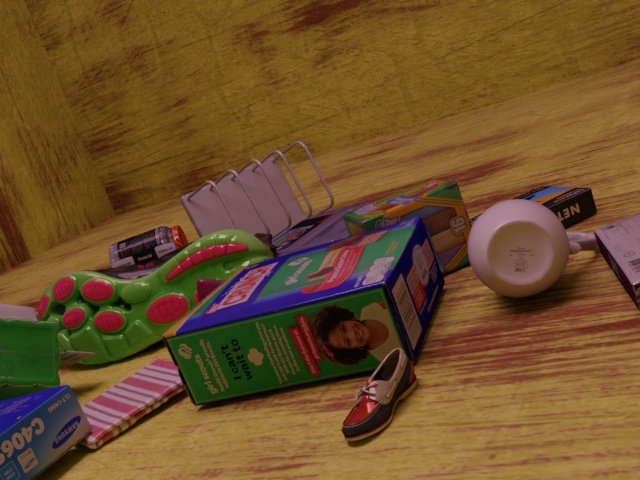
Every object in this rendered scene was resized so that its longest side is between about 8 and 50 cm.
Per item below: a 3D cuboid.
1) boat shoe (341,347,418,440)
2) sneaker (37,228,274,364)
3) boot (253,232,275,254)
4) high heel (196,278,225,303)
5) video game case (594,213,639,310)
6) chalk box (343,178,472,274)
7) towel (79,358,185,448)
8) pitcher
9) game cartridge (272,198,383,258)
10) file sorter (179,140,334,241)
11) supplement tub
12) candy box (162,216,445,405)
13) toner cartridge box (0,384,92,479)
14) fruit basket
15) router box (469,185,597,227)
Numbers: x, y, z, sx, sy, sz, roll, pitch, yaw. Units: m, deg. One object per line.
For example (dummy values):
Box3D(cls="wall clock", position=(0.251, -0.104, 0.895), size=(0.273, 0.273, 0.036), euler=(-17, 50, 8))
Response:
Box3D(cls="boat shoe", position=(0.061, 0.166, 0.873), size=(0.049, 0.043, 0.137), euler=(-8, 18, 39))
Box3D(cls="sneaker", position=(-0.300, 0.110, 1.506), size=(0.483, 0.185, 0.202), euler=(-14, -5, 14))
Box3D(cls="boot", position=(-0.143, 0.018, 1.619), size=(0.106, 0.037, 0.114), euler=(-13, 21, -5))
Box3D(cls="high heel", position=(-0.087, 0.072, 1.353), size=(0.244, 0.117, 0.082), euler=(-25, 13, -21))
Box3D(cls="video game case", position=(0.452, 0.001, 0.960), size=(0.210, 0.042, 0.232), euler=(-18, 12, 12))
Box3D(cls="chalk box", position=(0.122, 0.000, 1.291), size=(0.213, 0.132, 0.132), euler=(-22, 12, -10))
Box3D(cls="towel", position=(-0.272, 0.234, 1.168), size=(0.197, 0.029, 0.144), euler=(-31, 15, -32))
Box3D(cls="pitcher", position=(0.285, 0.006, 1.071), size=(0.178, 0.125, 0.207), euler=(-2, 4, 11))
Box3D(cls="game cartridge", position=(0.000, 0.000, 1.683), size=(0.230, 0.068, 0.355), euler=(-7, 17, 33))
Box3D(cls="file sorter", position=(-0.141, -0.088, 1.884), size=(0.278, 0.193, 0.173), euler=(-28, 0, -32))
Box3D(cls="supplement tub", position=(-0.443, 0.034, 2.113), size=(0.190, 0.117, 0.117), euler=(-20, 12, 3))
Box3D(cls="candy box", position=(-0.011, 0.094, 1.122), size=(0.317, 0.122, 0.268), euler=(-17, 13, 21))
Box3D(cls="toner cartridge box", position=(-0.491, 0.292, 1.095), size=(0.348, 0.075, 0.165), euler=(-17, 13, 32))
Box3D(cls="fruit basket", position=(-0.602, 0.201, 1.317), size=(0.353, 0.165, 0.327), euler=(-13, -17, 38))
Box3D(cls="router box", position=(0.332, -0.036, 1.312), size=(0.179, 0.046, 0.133), euler=(-24, 13, -17))
